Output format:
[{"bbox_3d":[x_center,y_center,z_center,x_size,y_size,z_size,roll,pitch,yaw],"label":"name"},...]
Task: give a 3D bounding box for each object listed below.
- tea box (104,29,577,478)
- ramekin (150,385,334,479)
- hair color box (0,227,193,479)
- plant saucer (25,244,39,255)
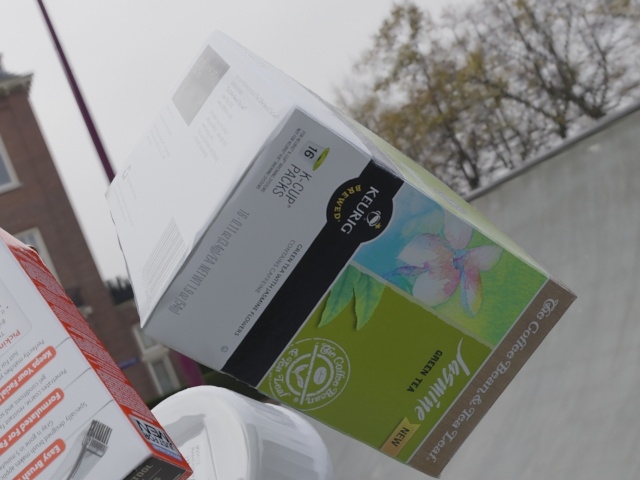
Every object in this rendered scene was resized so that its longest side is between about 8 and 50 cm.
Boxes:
[{"bbox_3d":[0.000,0.000,0.927,0.220,0.323,0.329,-55,25,9],"label":"tea box"},{"bbox_3d":[-0.132,0.310,1.174,0.277,0.277,0.135,-27,-42,26],"label":"ramekin"},{"bbox_3d":[-0.151,0.080,0.488,0.093,0.167,0.053,-42,-29,-2],"label":"hair color box"},{"bbox_3d":[-0.420,0.045,1.363,0.013,0.083,0.083,16,2,11],"label":"plant saucer"}]
